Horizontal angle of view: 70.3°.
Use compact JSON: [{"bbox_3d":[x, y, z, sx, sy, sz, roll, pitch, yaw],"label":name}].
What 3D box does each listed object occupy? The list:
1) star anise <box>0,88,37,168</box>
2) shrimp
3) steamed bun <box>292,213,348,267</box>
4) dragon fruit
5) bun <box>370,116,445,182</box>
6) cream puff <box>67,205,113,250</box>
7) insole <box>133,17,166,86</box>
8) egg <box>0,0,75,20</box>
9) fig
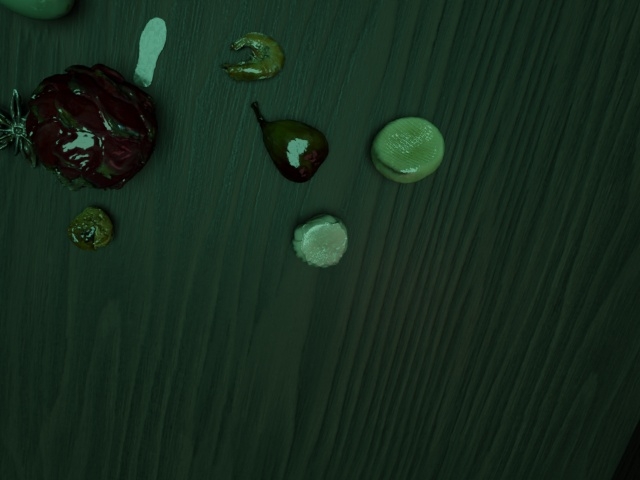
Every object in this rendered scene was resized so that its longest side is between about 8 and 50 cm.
[{"bbox_3d":[-0.835,-0.315,1.246,0.209,0.089,0.231,-35,114,-9],"label":"star anise"},{"bbox_3d":[-0.197,-0.520,1.300,0.188,0.052,0.132,-14,89,-9],"label":"shrimp"},{"bbox_3d":[0.000,0.000,1.443,0.183,0.106,0.182,-3,110,-9],"label":"steamed bun"},{"bbox_3d":[-0.584,-0.291,1.178,0.330,0.329,0.328,-2,106,-7],"label":"dragon fruit"},{"bbox_3d":[0.265,-0.270,1.396,0.223,0.127,0.222,-1,80,8],"label":"bun"},{"bbox_3d":[-0.677,-0.033,1.346,0.120,0.104,0.133,25,100,-7],"label":"cream puff"},{"bbox_3d":[-0.479,-0.526,1.275,0.065,0.006,0.193,18,104,-13],"label":"insole"},{"bbox_3d":[-0.732,-0.665,1.097,0.283,0.203,0.203,40,97,-13],"label":"egg"},{"bbox_3d":[-0.105,-0.301,1.333,0.274,0.145,0.170,43,95,-3],"label":"fig"}]
